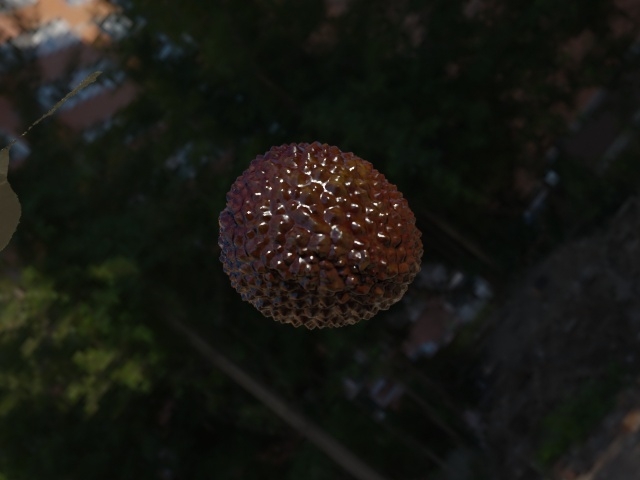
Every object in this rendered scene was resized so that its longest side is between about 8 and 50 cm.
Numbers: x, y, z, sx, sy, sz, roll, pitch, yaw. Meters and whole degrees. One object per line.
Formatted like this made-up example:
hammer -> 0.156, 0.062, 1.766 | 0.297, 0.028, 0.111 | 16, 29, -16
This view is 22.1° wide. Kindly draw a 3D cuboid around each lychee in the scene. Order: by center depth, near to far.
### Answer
lychee -> 0.002, -0.003, 1.049 | 0.123, 0.129, 0.123 | 3, -90, -67

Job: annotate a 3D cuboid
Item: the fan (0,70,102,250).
fan -> -0.277, -0.052, 1.287 | 0.310, 0.010, 0.182 | -33, -36, 26
